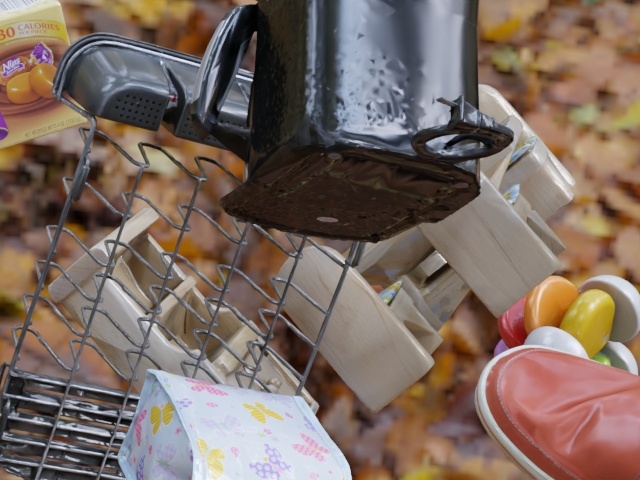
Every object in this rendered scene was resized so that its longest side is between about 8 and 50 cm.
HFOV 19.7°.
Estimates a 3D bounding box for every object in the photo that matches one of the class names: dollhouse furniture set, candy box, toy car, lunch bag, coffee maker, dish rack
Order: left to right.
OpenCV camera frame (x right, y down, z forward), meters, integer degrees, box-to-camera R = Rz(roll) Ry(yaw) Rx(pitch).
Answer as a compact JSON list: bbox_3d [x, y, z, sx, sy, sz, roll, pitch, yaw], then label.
[{"bbox_3d":[-0.287,-0.121,1.446,0.187,0.109,0.053,-19,32,-18],"label":"candy box"},{"bbox_3d":[-0.086,0.031,1.101,0.208,0.271,0.074,14,15,-24],"label":"dish rack"},{"bbox_3d":[-0.032,0.090,0.696,0.071,0.053,0.083,12,16,-26],"label":"lunch bag"},{"bbox_3d":[0.000,0.000,1.646,0.256,0.394,0.362,49,16,-4],"label":"dollhouse furniture set"},{"bbox_3d":[0.031,-0.105,0.873,0.171,0.178,0.120,-13,-23,38],"label":"coffee maker"},{"bbox_3d":[0.241,0.117,1.886,0.136,0.182,0.159,22,41,31],"label":"toy car"}]

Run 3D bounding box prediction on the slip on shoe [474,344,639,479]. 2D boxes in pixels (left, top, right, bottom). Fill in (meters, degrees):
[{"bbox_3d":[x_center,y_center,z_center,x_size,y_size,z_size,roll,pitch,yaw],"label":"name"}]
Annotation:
[{"bbox_3d":[0.259,0.147,1.265,0.331,0.101,0.123,25,52,25],"label":"slip on shoe"}]
